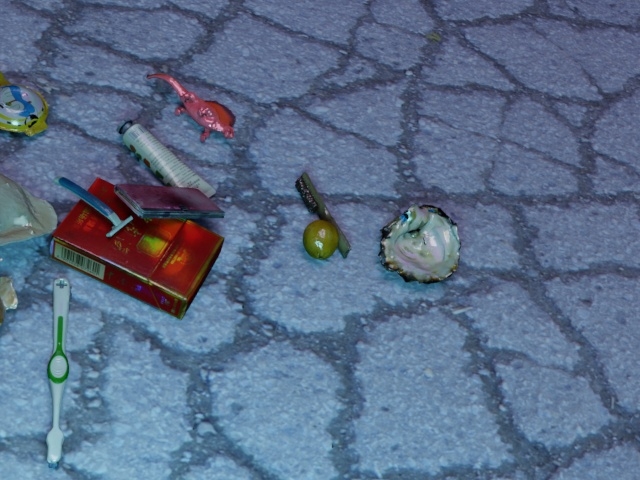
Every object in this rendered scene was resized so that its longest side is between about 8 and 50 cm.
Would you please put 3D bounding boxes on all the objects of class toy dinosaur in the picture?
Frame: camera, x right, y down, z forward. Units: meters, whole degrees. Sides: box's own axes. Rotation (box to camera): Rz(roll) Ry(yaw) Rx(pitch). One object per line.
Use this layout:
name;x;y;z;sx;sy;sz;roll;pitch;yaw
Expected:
toy dinosaur;-0.301;-0.348;2.282;0.286;0.070;0.139;44;41;21

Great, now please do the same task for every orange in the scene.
orange;0.000;0.000;2.086;0.085;0.085;0.095;11;63;-11

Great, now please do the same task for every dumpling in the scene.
dumpling;-0.676;-0.053;1.801;0.243;0.175;0.227;-19;36;-3

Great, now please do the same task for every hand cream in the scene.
hand cream;-0.370;-0.183;2.123;0.276;0.059;0.095;43;52;10

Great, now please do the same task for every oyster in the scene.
oyster;0.238;0.002;2.173;0.198;0.092;0.260;16;58;-7

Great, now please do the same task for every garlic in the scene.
garlic;-0.664;0.100;1.758;0.124;0.099;0.175;-17;59;-13

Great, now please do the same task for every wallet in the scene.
wallet;-0.328;-0.085;1.973;0.119;0.025;0.232;39;24;33

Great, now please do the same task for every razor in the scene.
razor;-0.486;-0.084;1.893;0.191;0.037;0.068;36;51;13

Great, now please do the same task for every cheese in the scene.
cheese;-0.737;-0.334;2.100;0.250;0.064;0.156;42;49;12

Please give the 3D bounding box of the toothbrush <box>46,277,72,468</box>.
toothbrush;-0.504;0.238;1.736;0.042;0.040;0.418;2;52;-16

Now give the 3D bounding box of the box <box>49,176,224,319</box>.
box;-0.389;0.014;1.930;0.313;0.089;0.197;26;47;0

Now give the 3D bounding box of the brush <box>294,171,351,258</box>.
brush;0.002;-0.060;2.164;0.036;0.043;0.248;-17;61;-23
